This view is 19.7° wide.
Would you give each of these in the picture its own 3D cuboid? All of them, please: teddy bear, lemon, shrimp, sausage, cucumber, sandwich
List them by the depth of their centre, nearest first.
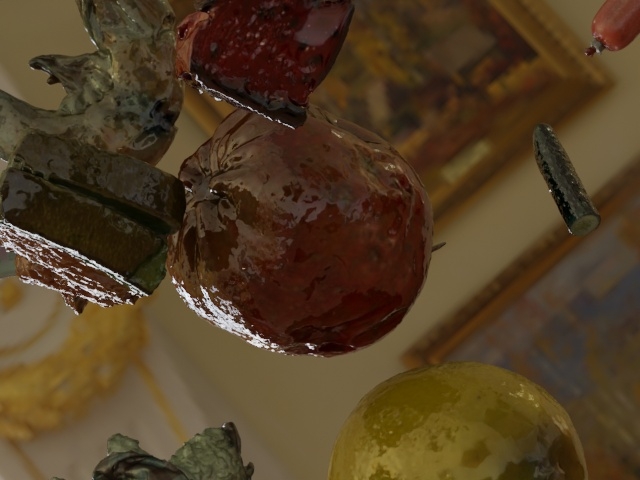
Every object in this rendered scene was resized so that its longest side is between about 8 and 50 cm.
[{"bbox_3d":[0.254,-0.210,1.198,0.253,0.034,0.034,-49,-8,-10],"label":"sausage"},{"bbox_3d":[-0.139,0.223,1.589,0.213,0.133,0.111,-25,1,-21],"label":"teddy bear"},{"bbox_3d":[-0.224,-0.019,1.627,0.160,0.184,0.109,-17,52,52],"label":"sandwich"},{"bbox_3d":[0.223,-0.062,1.722,0.032,0.133,0.032,-12,-39,-10],"label":"cucumber"},{"bbox_3d":[0.142,0.230,1.754,0.240,0.240,0.219,-36,13,-35],"label":"lemon"},{"bbox_3d":[-0.277,-0.218,1.934,0.246,0.360,0.085,-21,-10,-6],"label":"shrimp"}]

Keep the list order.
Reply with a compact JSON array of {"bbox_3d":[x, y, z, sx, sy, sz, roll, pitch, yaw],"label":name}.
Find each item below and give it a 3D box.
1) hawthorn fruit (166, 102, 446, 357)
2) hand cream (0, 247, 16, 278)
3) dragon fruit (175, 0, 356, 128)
[{"bbox_3d":[-0.020,-0.006,1.758,0.258,0.262,0.258,-28,27,16],"label":"hawthorn fruit"},{"bbox_3d":[-0.340,0.004,1.837,0.275,0.079,0.050,-12,-22,10],"label":"hand cream"},{"bbox_3d":[-0.027,-0.184,1.374,0.192,0.122,0.092,-51,-20,-4],"label":"dragon fruit"}]
